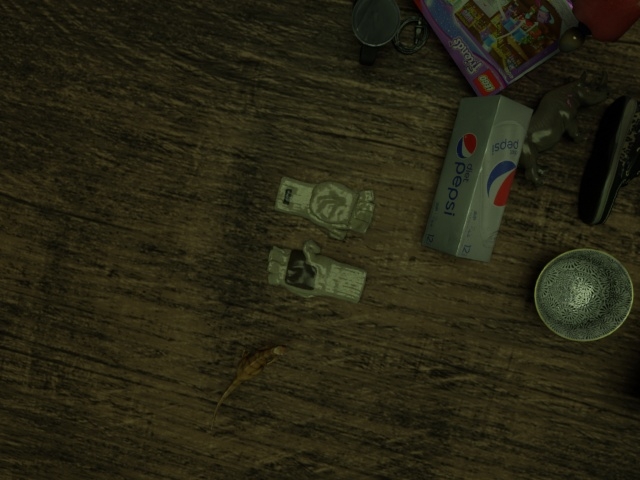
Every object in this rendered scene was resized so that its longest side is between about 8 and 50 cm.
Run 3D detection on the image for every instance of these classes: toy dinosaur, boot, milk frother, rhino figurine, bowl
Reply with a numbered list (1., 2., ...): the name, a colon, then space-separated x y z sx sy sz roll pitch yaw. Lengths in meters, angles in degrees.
1. toy dinosaur: -0.152 0.264 0.896 0.064 0.112 0.211 44 98 1
2. boot: 0.592 -0.128 0.807 0.178 0.085 0.237 14 95 2
3. milk frother: 0.131 -0.392 0.808 0.143 0.135 0.129 -5 124 9
4. rhino figurine: 0.442 -0.221 0.822 0.106 0.073 0.243 41 95 -1
5. bowl: 0.477 0.096 0.836 0.170 0.080 0.170 0 94 6

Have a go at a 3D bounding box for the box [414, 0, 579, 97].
1. box: 0.285 -0.415 0.756 0.057 0.201 0.293 -40 97 -36

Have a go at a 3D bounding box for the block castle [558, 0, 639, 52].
1. block castle: 0.568 -0.302 0.646 0.453 0.213 0.303 -33 86 -35

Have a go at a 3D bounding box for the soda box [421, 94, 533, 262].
1. soda box: 0.284 -0.110 0.815 0.091 0.098 0.287 10 97 -29

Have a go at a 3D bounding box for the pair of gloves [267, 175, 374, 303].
1. pair of gloves: 0.000 0.000 0.898 0.204 0.042 0.240 7 93 9
